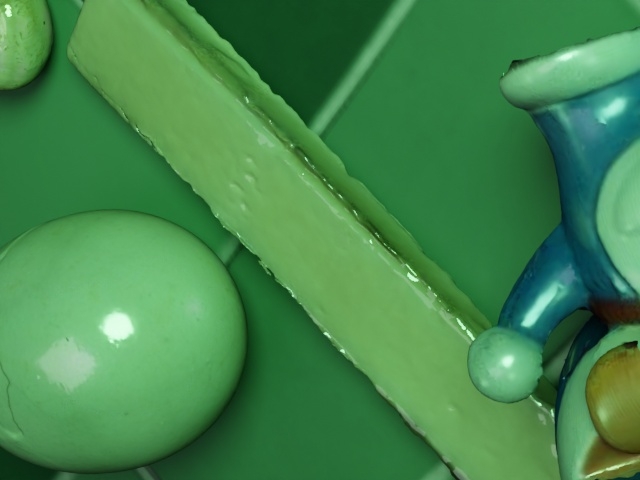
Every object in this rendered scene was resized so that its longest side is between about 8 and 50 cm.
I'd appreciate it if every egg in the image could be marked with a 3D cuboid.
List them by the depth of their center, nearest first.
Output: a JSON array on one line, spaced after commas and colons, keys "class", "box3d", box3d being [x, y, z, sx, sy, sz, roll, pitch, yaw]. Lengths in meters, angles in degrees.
[{"class": "egg", "box3d": [-0.134, 0.060, 0.802, 0.209, 0.151, 0.151, -15, 100, 43]}]

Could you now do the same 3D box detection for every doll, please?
[{"class": "doll", "box3d": [0.164, 0.029, 0.540, 0.215, 0.161, 0.256, -17, 96, 17]}]

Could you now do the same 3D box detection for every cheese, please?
[{"class": "cheese", "box3d": [0.002, -0.002, 0.744, 0.400, 0.034, 0.085, 46, 127, 13]}]

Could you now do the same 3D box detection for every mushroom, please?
[{"class": "mushroom", "box3d": [-0.199, -0.128, 0.826, 0.084, 0.067, 0.083, 12, 112, 30]}]
